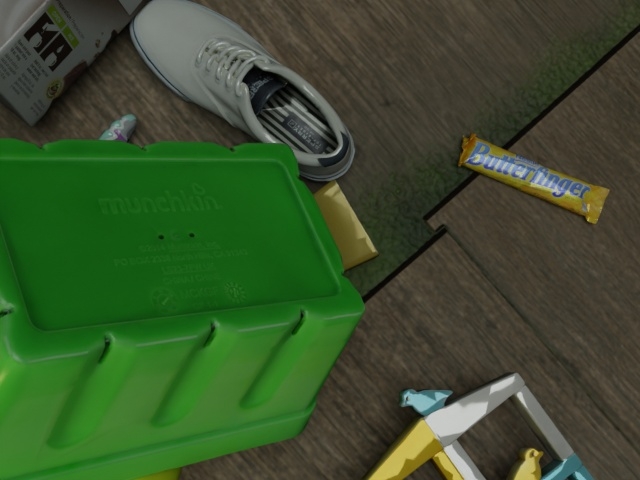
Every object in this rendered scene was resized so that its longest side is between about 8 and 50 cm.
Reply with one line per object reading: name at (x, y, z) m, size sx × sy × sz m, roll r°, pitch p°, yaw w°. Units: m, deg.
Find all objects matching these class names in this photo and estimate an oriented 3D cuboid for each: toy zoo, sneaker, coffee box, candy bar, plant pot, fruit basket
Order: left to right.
coffee box at (-0.241, -0.278, 0.851) m, size 0.168 × 0.119 × 0.297 m, roll 37°, pitch 80°, yaw 15°
fruit basket at (-0.188, 0.105, 0.758) m, size 0.392 × 0.392 × 0.283 m, roll -21°, pitch 68°, yaw -9°
sneaker at (-0.190, -0.067, 0.888) m, size 0.069 × 0.038 × 0.098 m, roll 37°, pitch 90°, yaw -2°
sneaker at (-0.071, -0.155, 0.882) m, size 0.258 × 0.091 × 0.094 m, roll 34°, pitch 80°, yaw 1°
plant pot at (0.000, 0.000, 0.879) m, size 0.083 × 0.081 × 0.081 m, roll -30°, pitch 87°, yaw 1°
toy zoo at (0.159, 0.256, 0.834) m, size 0.192 × 0.030 × 0.293 m, roll -36°, pitch 87°, yaw -9°
candy bar at (0.214, -0.064, 0.940) m, size 0.162 × 0.018 × 0.040 m, roll 22°, pitch 80°, yaw -4°
